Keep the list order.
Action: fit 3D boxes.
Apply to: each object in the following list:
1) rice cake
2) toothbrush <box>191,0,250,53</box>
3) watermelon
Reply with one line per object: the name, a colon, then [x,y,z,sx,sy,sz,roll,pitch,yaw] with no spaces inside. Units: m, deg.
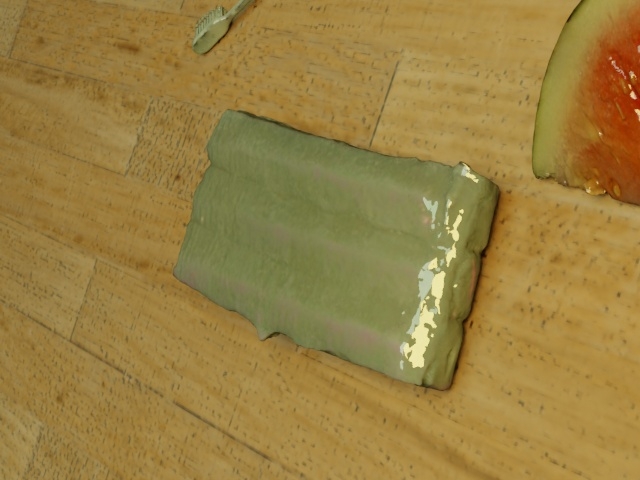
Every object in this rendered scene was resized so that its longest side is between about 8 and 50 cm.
rice cake: [0.000,0.000,0.752,0.237,0.043,0.127,17,91,51]
toothbrush: [-0.016,-0.191,0.864,0.219,0.016,0.019,-39,41,35]
watermelon: [0.180,-0.073,0.567,0.245,0.063,0.119,0,90,48]
